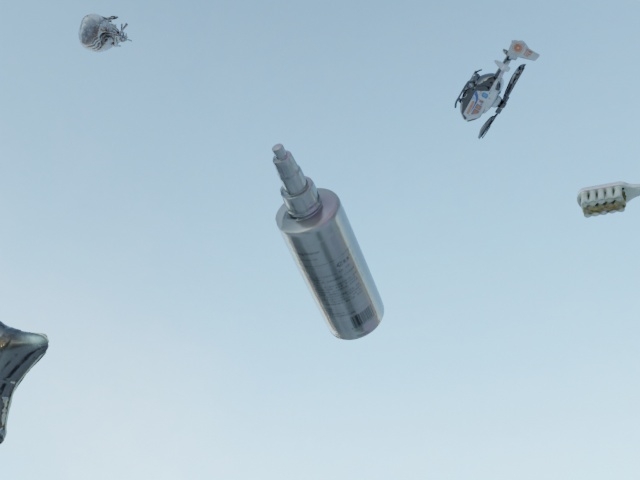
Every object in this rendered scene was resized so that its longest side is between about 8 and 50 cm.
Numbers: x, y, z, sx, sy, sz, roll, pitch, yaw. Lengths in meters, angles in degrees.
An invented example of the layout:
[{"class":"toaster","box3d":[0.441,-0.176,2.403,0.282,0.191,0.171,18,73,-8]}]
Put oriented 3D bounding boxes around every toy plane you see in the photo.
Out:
[{"class":"toy plane","box3d":[0.290,-0.261,1.274,0.078,0.053,0.197,34,-44,5]}]

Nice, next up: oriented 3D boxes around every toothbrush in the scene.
[{"class":"toothbrush","box3d":[0.387,-0.062,0.619,0.342,0.030,0.025,-10,-63,25]}]

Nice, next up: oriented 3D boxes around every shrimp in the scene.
[{"class":"shrimp","box3d":[-0.350,-0.341,1.232,0.056,0.165,0.065,33,-69,-3]}]

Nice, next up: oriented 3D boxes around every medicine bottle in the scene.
[{"class":"medicine bottle","box3d":[0.000,0.000,0.622,0.057,0.058,0.199,-14,-50,14]}]

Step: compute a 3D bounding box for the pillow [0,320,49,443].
[{"class":"pillow","box3d":[-0.372,0.155,0.842,0.091,0.136,0.055,11,-21,27]}]
